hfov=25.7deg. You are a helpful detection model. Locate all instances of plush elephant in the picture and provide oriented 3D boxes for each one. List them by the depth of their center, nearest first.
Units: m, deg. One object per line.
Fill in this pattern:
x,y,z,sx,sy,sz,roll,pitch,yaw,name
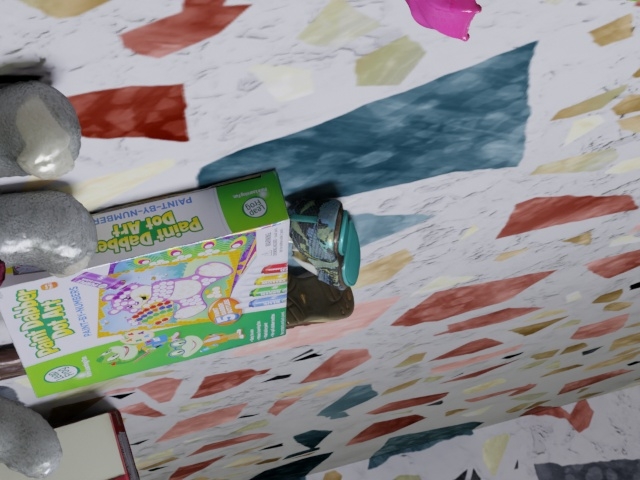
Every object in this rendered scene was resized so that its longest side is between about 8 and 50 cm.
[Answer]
-0.280,0.076,0.906,0.330,0.255,0.272,-11,163,-17,plush elephant

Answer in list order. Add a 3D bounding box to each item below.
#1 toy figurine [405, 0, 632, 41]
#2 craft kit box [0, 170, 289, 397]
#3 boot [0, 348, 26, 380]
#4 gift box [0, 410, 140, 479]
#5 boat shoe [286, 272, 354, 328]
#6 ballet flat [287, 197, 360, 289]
0.120,-0.169,0.799,0.159,0.130,0.173,-8,-168,20,toy figurine
-0.151,0.044,1.229,0.247,0.061,0.250,-11,155,-7,craft kit box
-0.314,0.135,1.460,0.114,0.037,0.106,-16,151,-12,boot
-0.352,0.341,1.738,0.258,0.255,0.276,-16,170,-5,gift box
-0.045,0.065,1.436,0.178,0.064,0.060,5,158,-44,boat shoe
0.000,0.000,1.297,0.070,0.070,0.188,-16,162,0,ballet flat
